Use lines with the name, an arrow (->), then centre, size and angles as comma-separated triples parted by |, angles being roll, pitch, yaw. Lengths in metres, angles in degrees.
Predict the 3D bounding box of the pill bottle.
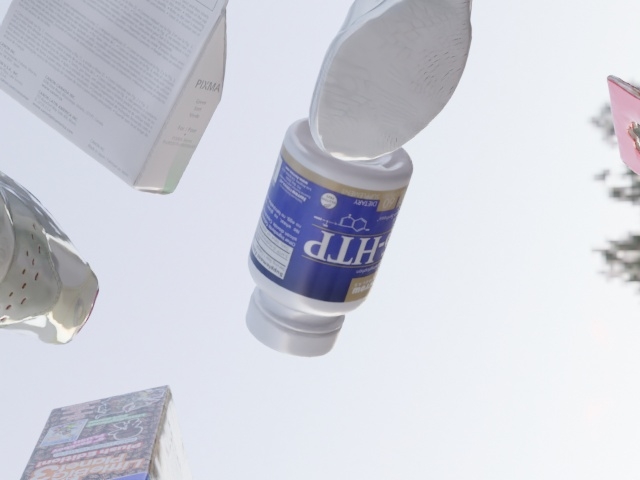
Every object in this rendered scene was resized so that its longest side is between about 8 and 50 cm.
pill bottle -> 0.000, 0.000, 1.230 | 0.112, 0.112, 0.186 | -42, -27, -60

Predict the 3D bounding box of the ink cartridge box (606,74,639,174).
ink cartridge box -> 0.284, -0.040, 0.834 | 0.078, 0.231, 0.134 | -52, -24, -8

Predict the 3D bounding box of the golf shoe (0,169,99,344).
golf shoe -> -0.249, -0.017, 0.881 | 0.140, 0.306, 0.115 | 33, -89, -46

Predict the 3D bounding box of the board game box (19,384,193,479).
board game box -> -0.210, 0.317, 1.527 | 0.291, 0.141, 0.232 | -95, -7, -77

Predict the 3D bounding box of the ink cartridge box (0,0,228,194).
ink cartridge box -> -0.135, -0.174, 1.065 | 0.056, 0.181, 0.224 | 6, -63, -61

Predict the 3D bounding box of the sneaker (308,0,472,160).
sneaker -> 0.055, -0.150, 0.889 | 0.212, 0.080, 0.094 | -62, 20, 15
